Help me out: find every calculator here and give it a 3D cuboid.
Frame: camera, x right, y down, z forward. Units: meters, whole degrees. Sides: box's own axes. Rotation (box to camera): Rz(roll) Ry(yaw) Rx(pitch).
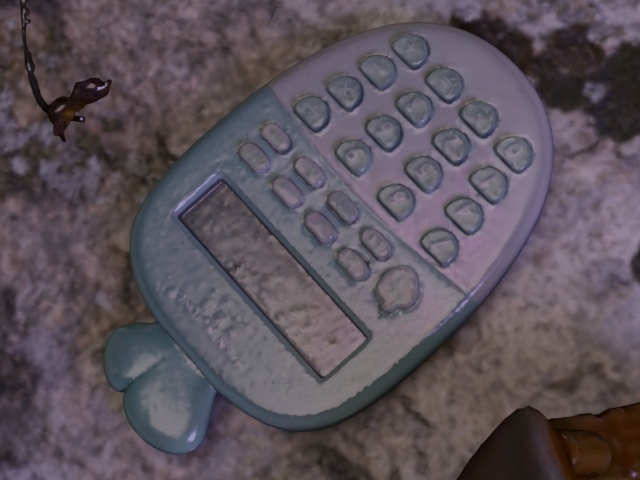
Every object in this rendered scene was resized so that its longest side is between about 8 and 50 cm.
[{"bbox_3d":[0.000,0.000,0.902,0.295,0.042,0.184,-42,73,-2],"label":"calculator"}]

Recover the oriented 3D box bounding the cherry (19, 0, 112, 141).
[{"bbox_3d":[-0.176,-0.171,0.952,0.107,0.090,0.225,-36,75,-4],"label":"cherry"}]

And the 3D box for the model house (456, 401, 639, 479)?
[{"bbox_3d":[0.161,0.190,0.751,0.229,0.219,0.199,-10,59,-35],"label":"model house"}]
